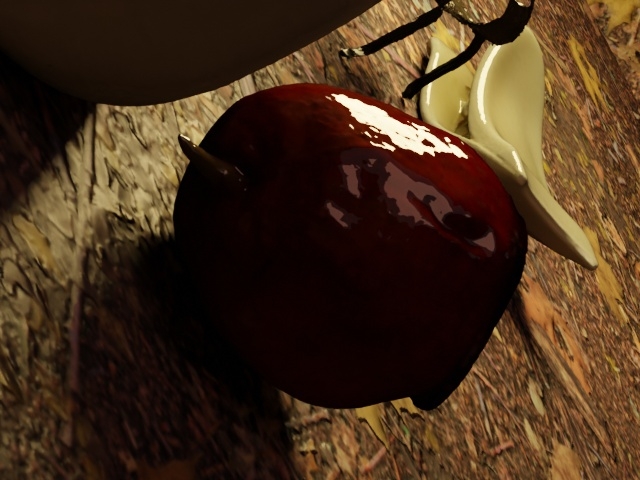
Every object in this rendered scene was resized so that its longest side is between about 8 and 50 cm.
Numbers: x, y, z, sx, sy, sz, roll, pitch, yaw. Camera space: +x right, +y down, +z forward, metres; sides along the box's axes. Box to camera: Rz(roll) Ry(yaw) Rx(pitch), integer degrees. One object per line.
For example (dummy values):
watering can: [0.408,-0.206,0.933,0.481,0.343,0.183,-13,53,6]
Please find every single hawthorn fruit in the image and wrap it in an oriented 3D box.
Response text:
hawthorn fruit: [0.000,0.000,1.032,0.251,0.189,0.189,21,44,-45]

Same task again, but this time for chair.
chair: [0.111,-0.242,1.586,0.149,0.213,0.174,13,53,-59]

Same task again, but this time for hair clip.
hair clip: [0.168,-0.104,1.728,0.172,0.113,0.282,44,32,-44]

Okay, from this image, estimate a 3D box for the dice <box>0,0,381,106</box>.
dice: [-0.062,-0.264,1.000,0.277,0.304,0.304,54,21,-23]
